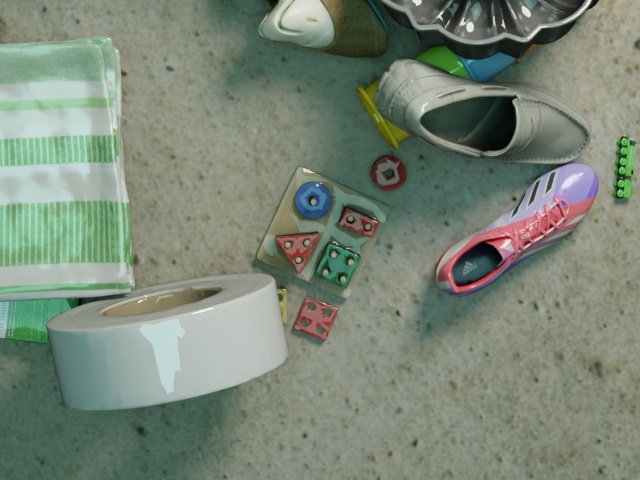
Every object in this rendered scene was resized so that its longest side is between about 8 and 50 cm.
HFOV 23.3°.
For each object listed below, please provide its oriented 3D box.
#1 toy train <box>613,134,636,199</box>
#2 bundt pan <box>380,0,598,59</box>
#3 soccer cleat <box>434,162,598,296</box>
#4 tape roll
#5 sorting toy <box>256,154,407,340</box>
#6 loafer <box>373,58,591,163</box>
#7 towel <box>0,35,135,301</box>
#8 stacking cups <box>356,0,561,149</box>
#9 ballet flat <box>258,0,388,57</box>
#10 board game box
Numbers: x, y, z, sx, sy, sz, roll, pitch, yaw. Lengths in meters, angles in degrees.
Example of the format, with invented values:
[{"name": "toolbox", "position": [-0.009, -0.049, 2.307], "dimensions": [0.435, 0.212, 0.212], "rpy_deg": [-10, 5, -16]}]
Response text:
[{"name": "toy train", "position": [0.394, -0.094, 2.003], "dimensions": [0.024, 0.017, 0.083], "rpy_deg": [2, 97, -12]}, {"name": "bundt pan", "position": [0.202, -0.361, 1.871], "dimensions": [0.331, 0.124, 0.330], "rpy_deg": [-1, 73, 4]}, {"name": "soccer cleat", "position": [0.253, -0.009, 1.969], "dimensions": [0.248, 0.095, 0.083], "rpy_deg": [-34, 97, 3]}, {"name": "tape roll", "position": [-0.183, 0.118, 1.877], "dimensions": [0.286, 0.286, 0.100], "rpy_deg": [-11, 97, -1]}, {"name": "sorting toy", "position": [0.000, 0.000, 1.987], "dimensions": [0.132, 0.046, 0.274], "rpy_deg": [25, 96, -5]}, {"name": "loafer", "position": [0.211, -0.139, 1.890], "dimensions": [0.319, 0.111, 0.112], "rpy_deg": [7, 120, -33]}, {"name": "towel", "position": [-0.362, -0.085, 1.941], "dimensions": [0.248, 0.038, 0.324], "rpy_deg": [-5, 97, -1]}, {"name": "stacking cups", "position": [0.203, -0.232, 1.950], "dimensions": [0.316, 0.096, 0.096], "rpy_deg": [-31, 97, -2]}, {"name": "ballet flat", "position": [-0.058, -0.323, 1.880], "dimensions": [0.342, 0.116, 0.124], "rpy_deg": [49, 53, -20]}, {"name": "board game box", "position": [-0.366, 0.001, 1.984], "dimensions": [0.136, 0.030, 0.259], "rpy_deg": [8, 97, -5]}]
